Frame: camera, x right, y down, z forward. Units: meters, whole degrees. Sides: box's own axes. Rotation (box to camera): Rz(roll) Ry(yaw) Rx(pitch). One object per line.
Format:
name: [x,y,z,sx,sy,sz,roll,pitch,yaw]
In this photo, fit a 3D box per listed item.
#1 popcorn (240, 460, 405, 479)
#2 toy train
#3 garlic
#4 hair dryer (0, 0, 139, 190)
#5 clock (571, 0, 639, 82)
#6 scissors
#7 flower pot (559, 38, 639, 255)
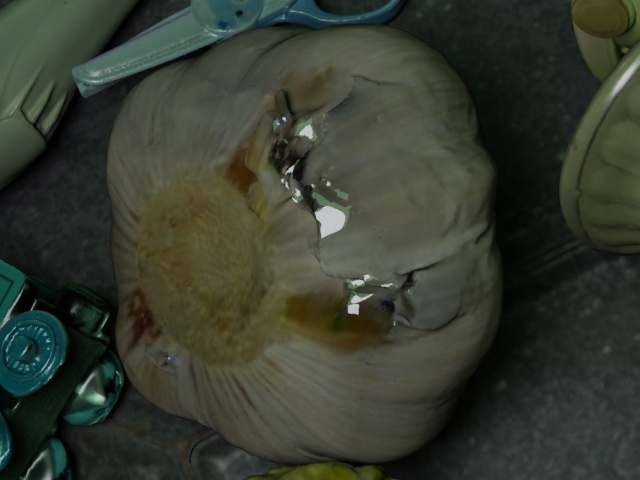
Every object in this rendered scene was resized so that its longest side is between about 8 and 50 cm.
popcorn: [0.000,0.245,1.184,0.286,0.174,0.225,-3,105,15]
toy train: [-0.239,0.106,1.356,0.154,0.107,0.198,29,85,29]
garlic: [-0.012,0.004,1.240,0.322,0.241,0.322,-27,57,52]
hair dryer: [-0.254,-0.178,1.449,0.296,0.119,0.298,-31,56,1]
clock: [0.216,-0.201,1.225,0.069,0.232,0.170,15,81,20]
scissors: [-0.065,-0.171,1.385,0.256,0.030,0.125,-26,67,-8]
flower pot: [0.293,-0.011,1.129,0.307,0.307,0.244,-44,53,2]
